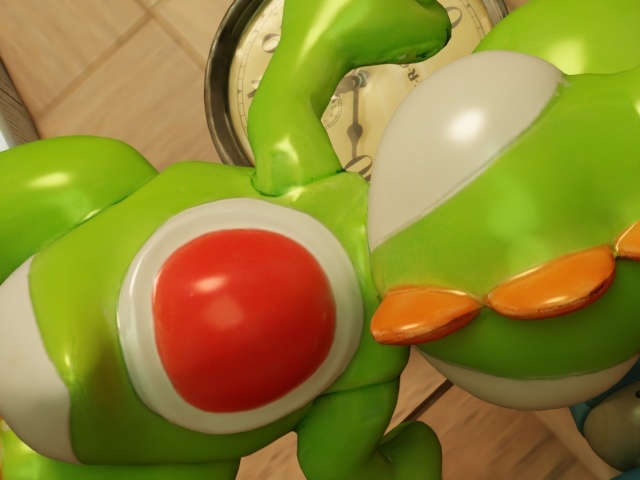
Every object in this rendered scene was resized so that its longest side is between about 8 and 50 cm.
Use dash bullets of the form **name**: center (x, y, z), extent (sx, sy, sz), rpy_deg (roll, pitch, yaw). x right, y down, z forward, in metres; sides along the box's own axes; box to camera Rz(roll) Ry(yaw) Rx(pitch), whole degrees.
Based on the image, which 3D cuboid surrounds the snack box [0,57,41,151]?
- **snack box**: center (-0.189, 0.017, 0.841), extent (0.174, 0.070, 0.207), rpy_deg (-30, 70, 5)

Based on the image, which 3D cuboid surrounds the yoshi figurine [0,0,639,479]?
- **yoshi figurine**: center (0.009, 0.002, 0.703), extent (0.362, 0.203, 0.203), rpy_deg (-14, 53, 16)

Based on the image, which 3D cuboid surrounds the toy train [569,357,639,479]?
- **toy train**: center (0.216, 0.067, 0.703), extent (0.248, 0.105, 0.143), rpy_deg (-24, 55, 7)

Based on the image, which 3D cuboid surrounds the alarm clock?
- **alarm clock**: center (0.005, -0.050, 0.810), extent (0.192, 0.064, 0.129), rpy_deg (-31, 68, 2)
